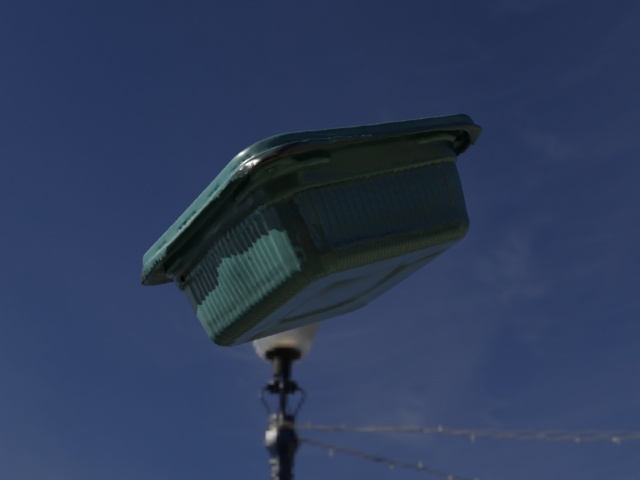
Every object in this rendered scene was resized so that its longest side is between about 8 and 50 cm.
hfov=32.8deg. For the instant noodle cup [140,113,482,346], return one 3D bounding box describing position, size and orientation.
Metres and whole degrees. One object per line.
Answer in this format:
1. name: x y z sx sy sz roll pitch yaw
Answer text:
1. instant noodle cup: 0.000 0.000 0.612 0.157 0.070 0.179 -12 -17 -34
